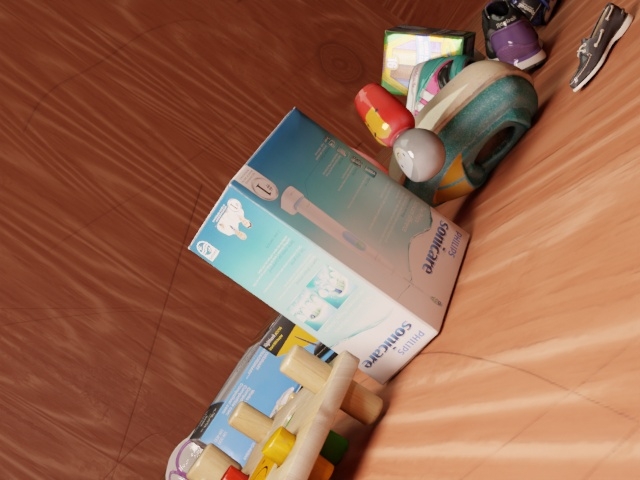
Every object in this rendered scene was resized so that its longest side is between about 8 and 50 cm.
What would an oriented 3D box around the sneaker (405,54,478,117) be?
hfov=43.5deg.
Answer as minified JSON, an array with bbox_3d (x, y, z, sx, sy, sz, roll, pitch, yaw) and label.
[{"bbox_3d":[0.255,-0.224,1.501,0.178,0.124,0.295,-12,65,46],"label":"sneaker"}]

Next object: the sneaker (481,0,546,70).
[{"bbox_3d":[0.350,-0.393,1.488,0.107,0.124,0.283,-23,15,11],"label":"sneaker"}]

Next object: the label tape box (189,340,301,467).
[{"bbox_3d":[-0.143,0.327,1.640,0.249,0.115,0.347,-56,2,-19],"label":"label tape box"}]

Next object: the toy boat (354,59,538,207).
[{"bbox_3d":[0.175,-0.134,1.122,0.318,0.148,0.267,0,-44,-53],"label":"toy boat"}]

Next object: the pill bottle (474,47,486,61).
[{"bbox_3d":[0.310,-0.369,1.766,0.116,0.065,0.065,-53,4,18],"label":"pill bottle"}]

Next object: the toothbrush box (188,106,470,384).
[{"bbox_3d":[0.022,0.001,1.013,0.126,0.296,0.216,-52,5,38],"label":"toothbrush box"}]

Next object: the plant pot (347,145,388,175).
[{"bbox_3d":[0.000,0.000,1.418,0.243,0.275,0.275,-56,4,-24],"label":"plant pot"}]

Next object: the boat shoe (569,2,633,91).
[{"bbox_3d":[0.351,-0.248,1.030,0.125,0.038,0.046,-55,3,-1],"label":"boat shoe"}]

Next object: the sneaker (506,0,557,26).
[{"bbox_3d":[0.470,-0.541,1.649,0.182,0.128,0.315,-62,0,-36],"label":"sneaker"}]

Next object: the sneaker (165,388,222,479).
[{"bbox_3d":[-0.242,0.468,1.898,0.305,0.114,0.152,-52,-11,-14],"label":"sneaker"}]

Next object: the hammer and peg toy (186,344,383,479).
[{"bbox_3d":[-0.081,0.303,0.953,0.361,0.127,0.266,-51,7,48],"label":"hammer and peg toy"}]

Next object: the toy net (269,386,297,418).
[{"bbox_3d":[-0.060,0.307,1.318,0.122,0.045,0.232,-57,2,-5],"label":"toy net"}]

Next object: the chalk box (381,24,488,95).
[{"bbox_3d":[0.248,-0.369,1.673,0.132,0.213,0.132,-40,-42,-61],"label":"chalk box"}]

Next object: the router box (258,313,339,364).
[{"bbox_3d":[-0.002,0.144,1.297,0.179,0.133,0.046,-53,4,37],"label":"router box"}]
